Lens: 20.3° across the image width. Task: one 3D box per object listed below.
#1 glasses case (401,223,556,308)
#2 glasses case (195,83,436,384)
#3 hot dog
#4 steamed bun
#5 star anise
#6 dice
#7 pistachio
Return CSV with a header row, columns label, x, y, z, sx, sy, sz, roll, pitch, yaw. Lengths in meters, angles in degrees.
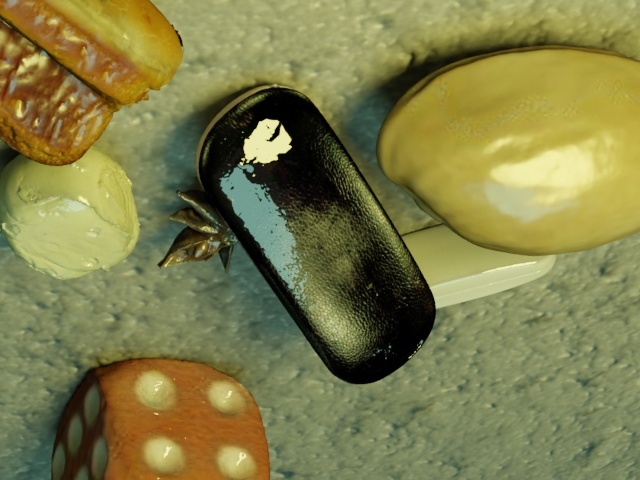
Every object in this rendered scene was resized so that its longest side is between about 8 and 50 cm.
label,x,y,z,sx,sy,sz,roll,pitch,yaw
glasses case,0.125,0.021,1.676,0.193,0.074,0.049,-14,139,1
glasses case,0.000,0.000,1.552,0.122,0.075,0.314,-39,123,-7
hot dog,-0.250,-0.185,1.275,0.158,0.117,0.349,-36,136,19
steamed bun,-0.216,-0.032,1.496,0.112,0.091,0.130,-17,144,15
star anise,-0.093,-0.014,1.579,0.129,0.056,0.124,-39,135,8
dice,-0.163,0.232,1.779,0.179,0.174,0.175,12,137,-30
pistachio,0.190,-0.077,1.506,0.293,0.162,0.182,-3,111,-10
